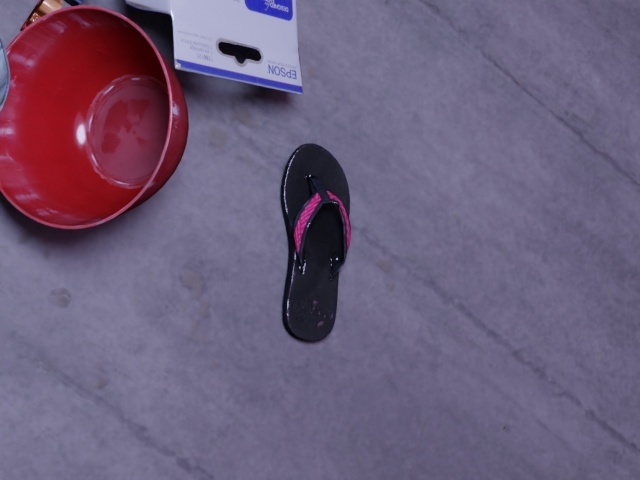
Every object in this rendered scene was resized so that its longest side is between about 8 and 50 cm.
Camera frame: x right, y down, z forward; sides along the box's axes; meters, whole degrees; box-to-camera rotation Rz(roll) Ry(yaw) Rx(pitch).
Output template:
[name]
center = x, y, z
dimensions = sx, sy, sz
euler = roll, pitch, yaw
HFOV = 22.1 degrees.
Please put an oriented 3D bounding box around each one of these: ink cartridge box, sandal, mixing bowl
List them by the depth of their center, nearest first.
[mixing bowl]
center = -0.177, -0.096, 1.355
dimensions = 0.098, 0.181, 0.181
euler = 8, 75, -64
[ink cartridge box]
center = -0.096, -0.292, 1.432
dimensions = 0.165, 0.065, 0.333
euler = 8, 75, -49
[sandal]
center = 0.000, 0.000, 1.474
dimensions = 0.067, 0.040, 0.179
euler = 6, 80, -24

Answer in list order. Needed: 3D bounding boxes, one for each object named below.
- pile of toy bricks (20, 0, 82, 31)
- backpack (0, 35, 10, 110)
[pile of toy bricks]
center = -0.217, -0.277, 1.381
dimensions = 0.118, 0.105, 0.212
euler = 34, 70, -16
[backpack]
center = -0.322, -0.138, 1.272
dimensions = 0.144, 0.166, 0.188
euler = 20, 64, 9
